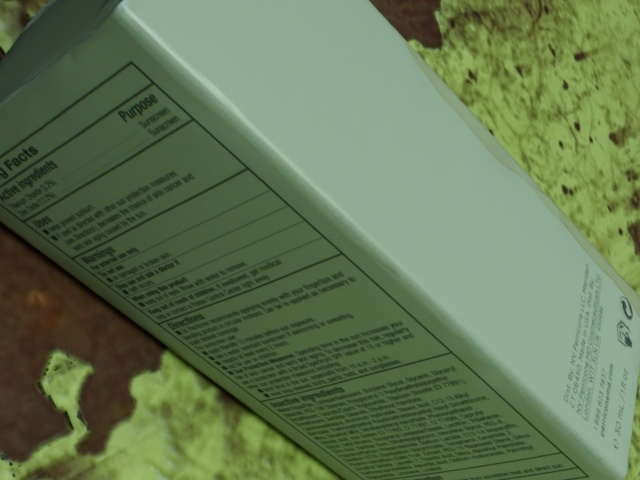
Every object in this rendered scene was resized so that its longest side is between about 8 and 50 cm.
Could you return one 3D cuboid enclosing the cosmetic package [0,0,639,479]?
[{"bbox_3d":[0.000,0.000,0.457,0.309,0.160,0.113,43,48,-26],"label":"cosmetic package"}]
